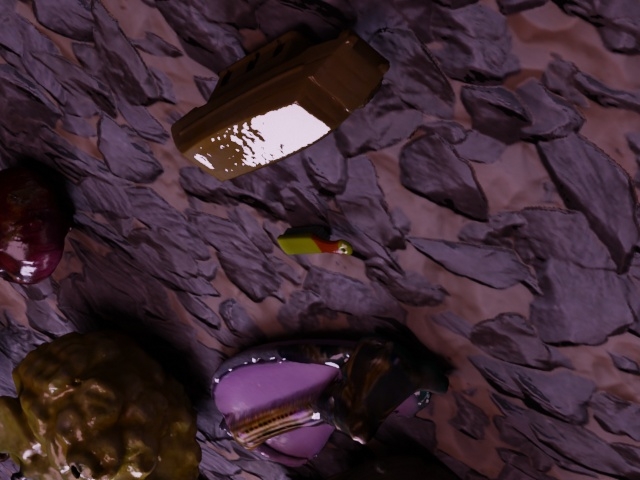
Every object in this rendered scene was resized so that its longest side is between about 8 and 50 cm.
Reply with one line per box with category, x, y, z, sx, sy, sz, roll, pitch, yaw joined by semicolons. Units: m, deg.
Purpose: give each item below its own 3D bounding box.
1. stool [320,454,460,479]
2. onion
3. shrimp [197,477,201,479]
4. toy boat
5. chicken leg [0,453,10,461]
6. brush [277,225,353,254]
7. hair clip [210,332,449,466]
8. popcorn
stool;0.019;0.307;1.440;0.179;0.179;0.264;42;149;-8
onion;-0.265;-0.012;1.401;0.107;0.097;0.107;26;124;47
shrimp;-0.164;0.270;1.728;0.127;0.025;0.091;28;149;10
toy boat;-0.029;-0.095;1.059;0.057;0.077;0.200;37;148;-24
chicken leg;-0.457;0.167;1.788;0.361;0.140;0.211;-7;105;65
brush;0.000;0.000;1.207;0.083;0.021;0.019;2;133;52
hair clip;-0.016;0.142;1.382;0.110;0.095;0.359;10;167;-23
popcorn;-0.215;0.187;1.531;0.189;0.169;0.218;10;135;38
